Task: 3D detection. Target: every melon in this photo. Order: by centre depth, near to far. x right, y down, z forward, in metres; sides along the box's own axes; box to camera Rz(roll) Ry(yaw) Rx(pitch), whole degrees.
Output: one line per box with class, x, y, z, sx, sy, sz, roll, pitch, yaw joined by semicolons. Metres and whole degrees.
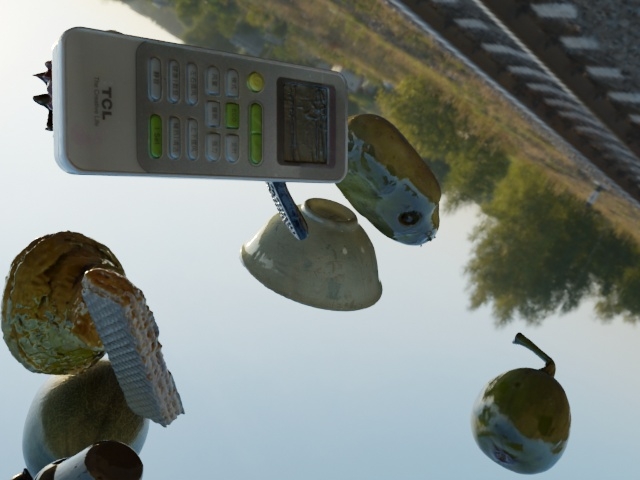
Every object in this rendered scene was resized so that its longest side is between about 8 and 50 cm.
melon;-0.468;0.372;1.268;0.237;0.238;0.302;27;-163;-16

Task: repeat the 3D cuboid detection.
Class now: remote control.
remote control;-0.081;-0.098;0.500;0.250;0.103;0.034;-1;-177;-39
remote control;-0.060;-0.084;0.836;0.059;0.028;0.212;44;163;43

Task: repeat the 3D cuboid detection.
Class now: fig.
fig;0.303;0.247;0.916;0.186;0.142;0.147;-27;-160;-31

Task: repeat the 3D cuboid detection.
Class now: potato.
potato;0.118;-0.105;1.121;0.191;0.141;0.296;14;147;50

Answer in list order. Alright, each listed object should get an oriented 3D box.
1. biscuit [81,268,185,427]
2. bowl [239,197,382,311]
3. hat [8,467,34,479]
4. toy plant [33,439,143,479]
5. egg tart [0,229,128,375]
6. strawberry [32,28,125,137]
biscuit;-0.304;0.190;1.037;0.094;0.379;0.054;20;-131;20
bowl;0.000;0.000;1.287;0.313;0.146;0.313;14;-157;-6
hat;-0.745;0.610;1.501;0.128;0.140;0.227;8;167;40
toy plant;-0.298;0.319;0.742;0.142;0.200;0.105;29;-159;-41
egg tart;-0.442;0.117;1.155;0.123;0.294;0.294;1;179;25
strawberry;-0.295;-0.247;0.981;0.280;0.150;0.253;18;-142;15
